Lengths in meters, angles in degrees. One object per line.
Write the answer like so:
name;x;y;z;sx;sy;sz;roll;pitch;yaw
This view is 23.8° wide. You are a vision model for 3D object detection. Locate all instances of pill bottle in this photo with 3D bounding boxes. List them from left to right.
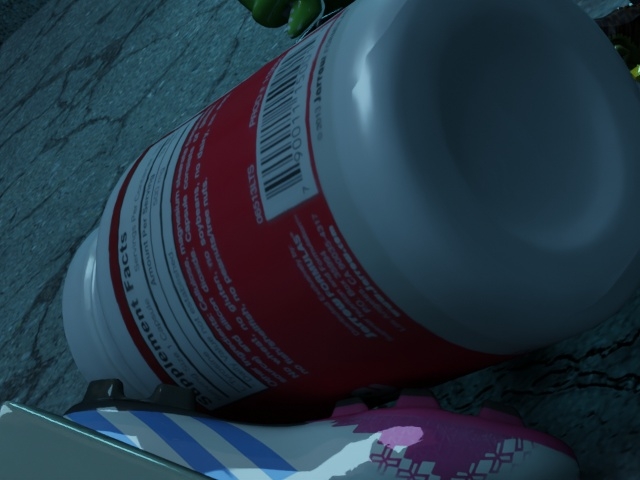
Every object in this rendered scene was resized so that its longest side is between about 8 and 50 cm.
pill bottle;0.000;0.000;0.981;0.407;0.229;0.229;-27;29;50

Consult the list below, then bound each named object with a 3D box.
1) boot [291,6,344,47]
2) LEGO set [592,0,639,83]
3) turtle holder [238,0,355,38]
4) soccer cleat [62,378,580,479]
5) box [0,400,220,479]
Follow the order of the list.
boot;0.002;-0.075;1.306;0.083;0.161;0.246;-23;32;44
LEGO set;0.182;-0.156;1.081;0.331;0.192;0.255;-31;27;35
turtle holder;-0.003;-0.394;1.670;0.320;0.227;0.243;-46;-3;37
soccer cleat;-0.015;0.168;0.900;0.331;0.116;0.143;0;61;18
box;-0.046;0.177;0.789;0.113;0.275;0.094;54;-124;-74
